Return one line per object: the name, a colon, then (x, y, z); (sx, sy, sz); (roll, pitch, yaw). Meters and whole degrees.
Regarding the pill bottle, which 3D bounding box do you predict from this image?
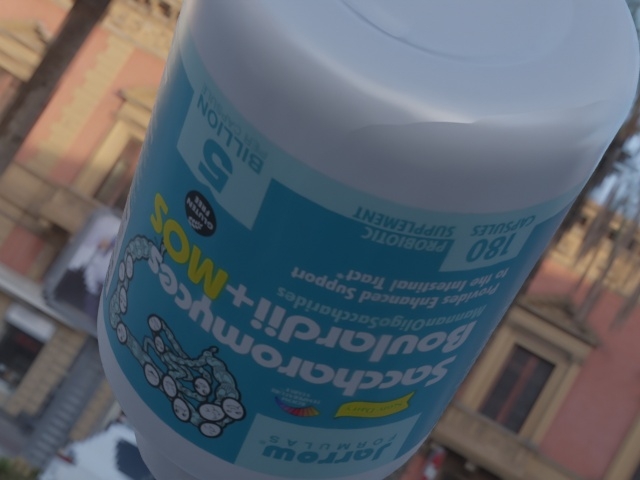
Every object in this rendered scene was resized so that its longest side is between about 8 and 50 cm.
pill bottle: (0.000, 0.000, 0.532); (0.146, 0.146, 0.264); (30, -44, 7)
